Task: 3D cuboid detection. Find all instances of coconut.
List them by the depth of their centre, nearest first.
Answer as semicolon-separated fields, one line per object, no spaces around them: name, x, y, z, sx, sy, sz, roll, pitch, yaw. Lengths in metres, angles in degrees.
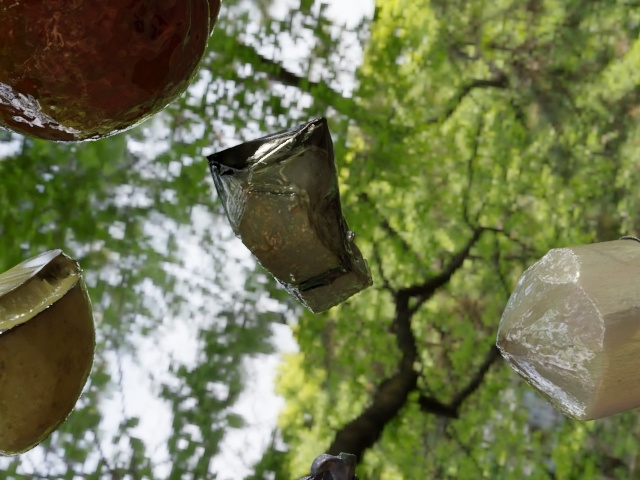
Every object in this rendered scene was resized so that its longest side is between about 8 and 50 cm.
coconut;0.325;0.106;1.298;0.224;0.233;0.224;161;90;-84

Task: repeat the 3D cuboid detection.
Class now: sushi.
sushi;-0.014;0.014;1.154;0.109;0.134;0.273;-115;5;-47

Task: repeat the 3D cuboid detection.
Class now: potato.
potato;-0.411;0.164;1.451;0.285;0.242;0.243;-72;-12;-67

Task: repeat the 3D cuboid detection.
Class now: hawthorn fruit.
hawthorn fruit;-0.311;-0.286;1.120;0.403;0.402;0.403;10;-90;-77

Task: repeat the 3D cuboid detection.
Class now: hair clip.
hair clip;-0.002;0.374;1.471;0.124;0.052;0.195;21;-74;-41
